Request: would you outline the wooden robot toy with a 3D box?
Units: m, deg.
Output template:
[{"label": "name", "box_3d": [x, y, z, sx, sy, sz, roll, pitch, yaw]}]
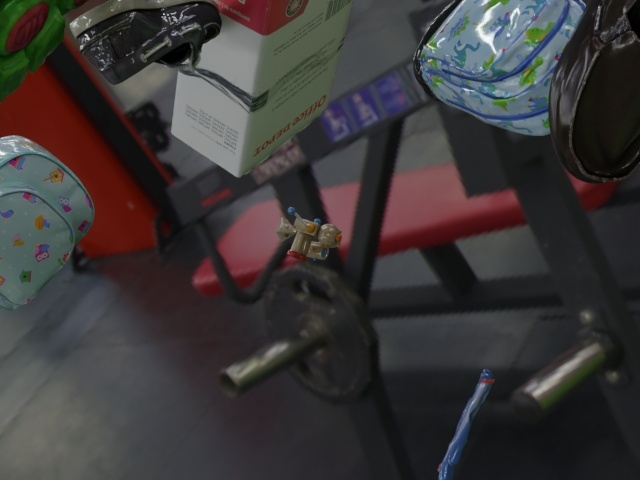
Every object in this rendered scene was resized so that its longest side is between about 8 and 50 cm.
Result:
[{"label": "wooden robot toy", "box_3d": [0.000, 0.000, 1.874, 0.079, 0.173, 0.076, 11, 85, 29]}]

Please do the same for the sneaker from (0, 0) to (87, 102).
[{"label": "sneaker", "box_3d": [-0.243, -0.220, 0.757, 0.185, 0.202, 0.483, -63, 0, 36]}]

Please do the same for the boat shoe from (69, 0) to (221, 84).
[{"label": "boat shoe", "box_3d": [-0.136, -0.165, 0.996, 0.075, 0.065, 0.206, -26, 0, 23]}]

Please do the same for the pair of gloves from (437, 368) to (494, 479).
[{"label": "pair of gloves", "box_3d": [0.196, 0.250, 1.578, 0.159, 0.023, 0.198, -65, -9, 1]}]

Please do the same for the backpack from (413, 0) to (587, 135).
[{"label": "backpack", "box_3d": [0.332, -0.316, 1.963, 0.290, 0.273, 0.355, -43, 45, 2]}]

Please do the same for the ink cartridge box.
[{"label": "ink cartridge box", "box_3d": [-0.053, -0.208, 1.180, 0.100, 0.237, 0.172, 32, 47, 17]}]

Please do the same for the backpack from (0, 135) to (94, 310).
[{"label": "backpack", "box_3d": [-0.373, -0.026, 1.430, 0.188, 0.166, 0.144, -51, 33, -11]}]

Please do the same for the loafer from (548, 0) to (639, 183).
[{"label": "loafer", "box_3d": [0.217, -0.129, 0.813, 0.080, 0.220, 0.078, -1, 32, -13]}]
